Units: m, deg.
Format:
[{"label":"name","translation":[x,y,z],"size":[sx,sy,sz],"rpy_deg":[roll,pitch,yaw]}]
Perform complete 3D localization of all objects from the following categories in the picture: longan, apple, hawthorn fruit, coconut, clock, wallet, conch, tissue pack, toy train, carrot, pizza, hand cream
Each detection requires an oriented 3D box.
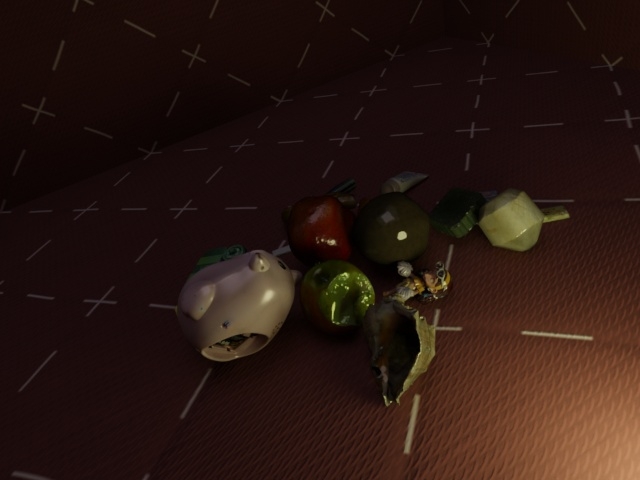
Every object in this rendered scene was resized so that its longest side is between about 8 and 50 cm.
[{"label":"longan","translation":[0.265,-0.039,1.806],"size":[0.288,0.289,0.350],"rpy_deg":[-3,7,18]},{"label":"apple","translation":[0.052,0.182,1.624],"size":[0.246,0.226,0.246],"rpy_deg":[-12,36,9]},{"label":"hawthorn fruit","translation":[0.000,0.000,1.880],"size":[0.286,0.287,0.331],"rpy_deg":[-1,59,21]},{"label":"coconut","translation":[0.676,-0.063,1.744],"size":[0.202,0.222,0.202],"rpy_deg":[-36,-5,-3]},{"label":"clock","translation":[-0.251,0.209,1.583],"size":[0.376,0.368,0.251],"rpy_deg":[-39,57,14]},{"label":"wallet","translation":[-0.162,0.044,2.089],"size":[0.083,0.011,0.044],"rpy_deg":[-18,35,-4]},{"label":"conch","translation":[0.238,0.295,1.411],"size":[0.186,0.263,0.324],"rpy_deg":[-2,68,-18]},{"label":"tissue pack","translation":[0.654,-0.131,1.964],"size":[0.115,0.065,0.155],"rpy_deg":[-5,35,15]},{"label":"toy train","translation":[-0.385,0.141,1.916],"size":[0.238,0.167,0.299],"rpy_deg":[-9,34,20]},{"label":"carrot","translation":[0.181,-0.098,2.116],"size":[0.061,0.061,0.210],"rpy_deg":[-3,40,18]},{"label":"pizza","translation":[-0.003,-0.138,2.143],"size":[0.408,0.114,0.277],"rpy_deg":[-8,7,33]},{"label":"toy train","translation":[0.059,-0.217,2.336],"size":[0.251,0.048,0.055],"rpy_deg":[-34,36,-24]},{"label":"hand cream","translation":[0.376,-0.270,2.272],"size":[0.133,0.083,0.247],"rpy_deg":[21,38,40]}]

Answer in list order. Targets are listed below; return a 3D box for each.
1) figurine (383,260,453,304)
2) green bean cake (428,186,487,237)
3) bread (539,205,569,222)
[{"label":"figurine","translation":[0.321,0.153,1.655],"size":[0.239,0.116,0.175],"rpy_deg":[-13,35,16]},{"label":"green bean cake","translation":[0.526,-0.106,1.887],"size":[0.183,0.094,0.185],"rpy_deg":[-47,23,-6]},{"label":"bread","translation":[0.853,-0.098,1.870],"size":[0.153,0.028,0.068],"rpy_deg":[-9,33,7]}]
